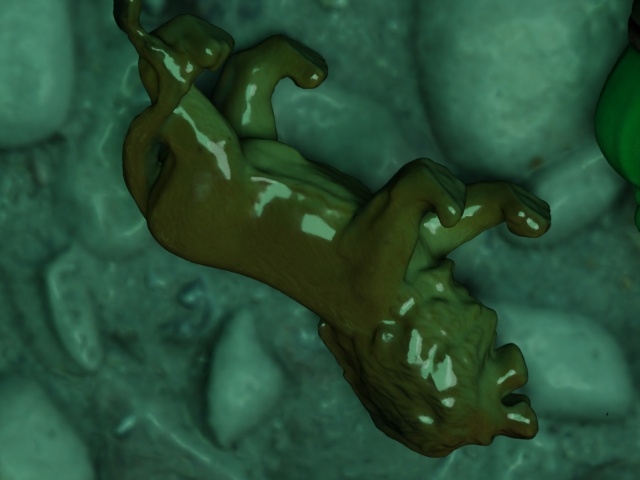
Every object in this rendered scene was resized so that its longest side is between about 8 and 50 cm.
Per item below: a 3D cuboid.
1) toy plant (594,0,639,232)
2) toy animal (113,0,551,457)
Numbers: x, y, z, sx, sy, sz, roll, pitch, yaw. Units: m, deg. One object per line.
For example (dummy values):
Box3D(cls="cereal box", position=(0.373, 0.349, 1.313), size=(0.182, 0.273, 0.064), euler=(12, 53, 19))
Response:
Box3D(cls="toy plant", position=(0.216, -0.087, 0.957), size=(0.143, 0.105, 0.200), euler=(5, 120, -8))
Box3D(cls="toy animal", position=(0.000, 0.000, 0.988), size=(0.312, 0.097, 0.157), euler=(32, 109, -5))
